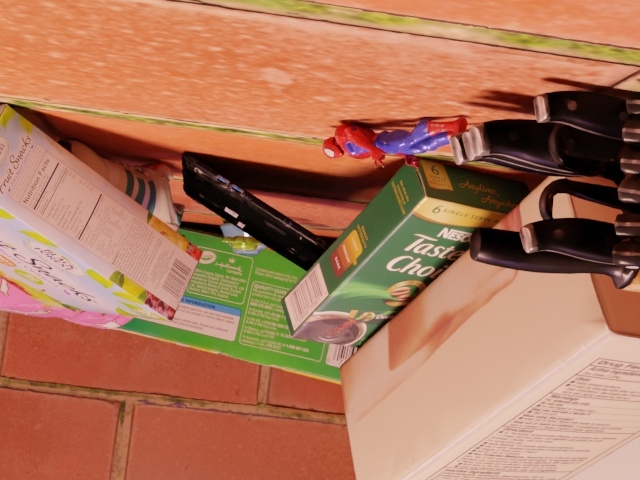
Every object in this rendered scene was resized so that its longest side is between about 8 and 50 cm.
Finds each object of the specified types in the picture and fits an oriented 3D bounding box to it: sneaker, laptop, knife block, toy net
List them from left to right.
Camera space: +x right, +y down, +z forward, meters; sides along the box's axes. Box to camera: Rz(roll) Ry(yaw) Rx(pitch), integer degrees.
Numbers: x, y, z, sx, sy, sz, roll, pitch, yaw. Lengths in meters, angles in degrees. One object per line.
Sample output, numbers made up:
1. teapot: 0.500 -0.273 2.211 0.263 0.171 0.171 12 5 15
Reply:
1. sneaker: -0.164 -0.046 1.035 0.057 0.075 0.161 13 153 35
2. toy net: 0.000 0.000 1.449 0.232 0.045 0.122 6 174 -7
3. laptop: 0.024 -0.038 1.094 0.264 0.136 0.234 33 173 -3
4. knife block: 0.211 -0.012 0.659 0.242 0.088 0.275 5 176 33

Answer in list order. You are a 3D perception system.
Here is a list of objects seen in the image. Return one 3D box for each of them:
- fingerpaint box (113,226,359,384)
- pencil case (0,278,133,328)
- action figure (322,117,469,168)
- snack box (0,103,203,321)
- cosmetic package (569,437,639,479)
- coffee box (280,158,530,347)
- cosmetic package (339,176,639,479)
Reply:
1. fingerpaint box: -0.025 0.098 1.769 0.444 0.163 0.371 12 177 17
2. pencil case: -0.328 0.004 1.259 0.386 0.160 0.167 12 -146 -55
3. action figure: 0.044 -0.056 0.739 0.115 0.030 0.038 5 -179 45
4. snack box: -0.221 -0.018 0.947 0.174 0.070 0.207 3 154 43
5. cosmetic package: 0.251 0.173 1.070 0.156 0.217 0.385 11 138 -31
6. coffee box: 0.064 0.016 0.934 0.113 0.040 0.184 12 137 -34
7. cosmetic package: 0.152 0.085 0.896 0.153 0.129 0.296 10 145 -29
